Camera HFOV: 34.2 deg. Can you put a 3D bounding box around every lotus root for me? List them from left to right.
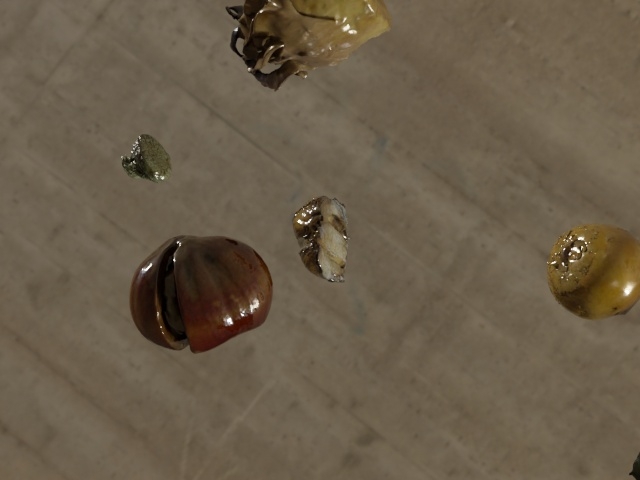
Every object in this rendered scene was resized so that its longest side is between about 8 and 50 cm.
[{"bbox_3d":[0.000,0.000,2.056,0.078,0.167,0.329,6,-9,12],"label":"lotus root"}]

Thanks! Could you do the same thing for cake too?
[{"bbox_3d":[-0.060,-0.480,2.103,0.332,0.321,0.332,53,14,-19],"label":"cake"}]

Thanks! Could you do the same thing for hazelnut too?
[{"bbox_3d":[-0.209,0.084,1.828,0.251,0.217,0.217,-8,0,7],"label":"hazelnut"}]

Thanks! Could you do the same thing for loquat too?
[{"bbox_3d":[0.635,0.070,2.392,0.235,0.235,0.235,37,-1,1],"label":"loquat"}]

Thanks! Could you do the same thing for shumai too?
[{"bbox_3d":[-0.397,-0.170,2.336,0.099,0.087,0.124,33,31,-41],"label":"shumai"}]

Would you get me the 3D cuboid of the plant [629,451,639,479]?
[{"bbox_3d":[0.680,0.369,1.737,0.213,0.215,0.312,29,-18,-12],"label":"plant"}]
